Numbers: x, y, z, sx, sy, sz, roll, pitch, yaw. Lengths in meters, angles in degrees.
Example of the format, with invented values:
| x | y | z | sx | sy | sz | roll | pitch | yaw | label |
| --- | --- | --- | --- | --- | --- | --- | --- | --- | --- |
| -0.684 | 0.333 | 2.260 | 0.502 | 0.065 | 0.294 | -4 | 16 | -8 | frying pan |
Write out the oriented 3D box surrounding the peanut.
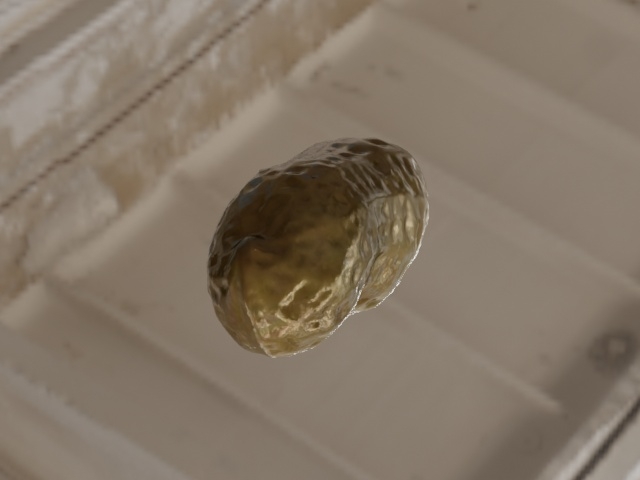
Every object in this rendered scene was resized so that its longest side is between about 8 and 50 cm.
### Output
| x | y | z | sx | sy | sz | roll | pitch | yaw | label |
| --- | --- | --- | --- | --- | --- | --- | --- | --- | --- |
| 0.000 | 0.000 | 0.537 | 0.054 | 0.054 | 0.113 | 16 | -158 | 17 | peanut |
